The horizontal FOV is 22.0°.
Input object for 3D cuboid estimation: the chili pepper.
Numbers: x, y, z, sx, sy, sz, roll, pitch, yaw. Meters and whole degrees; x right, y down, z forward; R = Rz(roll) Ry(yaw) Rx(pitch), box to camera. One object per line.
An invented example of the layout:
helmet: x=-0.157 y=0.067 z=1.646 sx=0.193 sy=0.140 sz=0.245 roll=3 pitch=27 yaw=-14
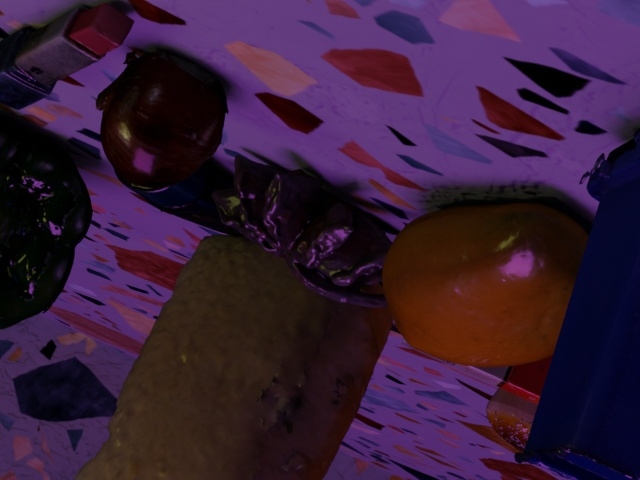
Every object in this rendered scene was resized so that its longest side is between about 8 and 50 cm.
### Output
chili pepper: x=-0.399 y=-0.031 z=1.897 sx=0.248 sy=0.233 sz=0.256 roll=47 pitch=167 yaw=-23

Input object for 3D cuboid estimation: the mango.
mango: x=0.147 y=0.035 z=1.417 sx=0.176 sy=0.119 sz=0.317 roll=28 pitch=158 yaw=-8

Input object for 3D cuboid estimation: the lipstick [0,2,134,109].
lipstick: x=-0.228 y=-0.164 z=1.412 sx=0.051 sy=0.051 sz=0.312 roll=30 pitch=164 yaw=-21

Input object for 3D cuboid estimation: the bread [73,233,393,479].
bread: x=-0.087 y=0.191 z=1.693 sx=0.236 sy=0.375 sz=0.165 roll=15 pitch=154 yaw=26

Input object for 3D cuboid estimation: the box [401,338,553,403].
box: x=0.167 y=0.084 z=1.590 sx=0.152 sy=0.100 sz=0.048 roll=23 pitch=170 yaw=4

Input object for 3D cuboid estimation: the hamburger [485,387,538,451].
hamburger: x=0.273 y=0.232 z=2.051 sx=0.141 sy=0.081 sz=0.126 roll=23 pitch=167 yaw=7

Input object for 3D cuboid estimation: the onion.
onion: x=-0.138 y=-0.099 z=1.386 sx=0.118 sy=0.119 sz=0.117 roll=24 pitch=172 yaw=0

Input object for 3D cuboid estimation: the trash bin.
trash bin: x=0.226 y=0.054 z=1.046 sx=0.162 sy=0.235 sz=0.184 roll=24 pitch=167 yaw=-6

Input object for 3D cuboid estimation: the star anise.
star anise: x=0.000 y=0.001 z=1.577 sx=0.231 sy=0.089 sz=0.209 roll=36 pitch=175 yaw=1

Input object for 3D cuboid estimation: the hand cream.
hand cream: x=-0.110 y=-0.039 z=1.722 sx=0.120 sy=0.061 sz=0.270 roll=10 pitch=170 yaw=30

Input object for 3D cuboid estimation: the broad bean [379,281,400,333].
broad bean: x=0.100 y=0.072 z=1.780 sx=0.292 sy=0.049 sz=0.144 roll=26 pitch=162 yaw=-6
